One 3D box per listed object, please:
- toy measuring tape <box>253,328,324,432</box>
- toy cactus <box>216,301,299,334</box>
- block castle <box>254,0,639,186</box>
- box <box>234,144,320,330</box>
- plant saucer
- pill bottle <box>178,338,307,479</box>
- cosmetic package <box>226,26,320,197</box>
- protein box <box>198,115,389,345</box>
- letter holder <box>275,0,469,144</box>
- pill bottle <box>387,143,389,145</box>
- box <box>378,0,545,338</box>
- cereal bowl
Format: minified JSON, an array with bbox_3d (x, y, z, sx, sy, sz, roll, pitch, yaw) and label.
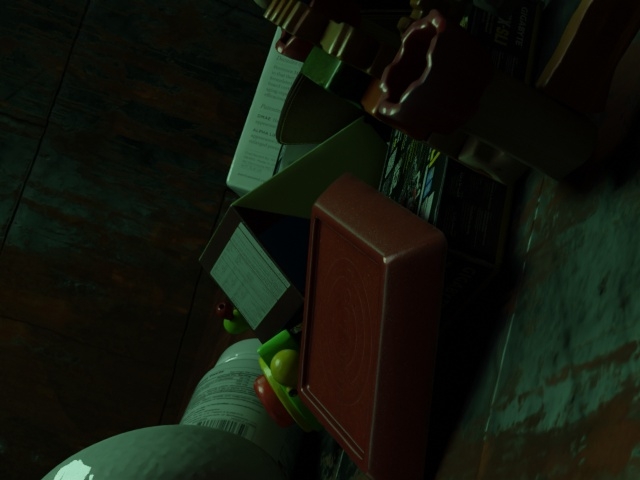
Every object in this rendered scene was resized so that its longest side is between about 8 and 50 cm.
[{"bbox_3d":[-0.008,0.176,1.770,0.330,0.121,0.121,50,-122,-78],"label":"toy measuring tape"},{"bbox_3d":[-0.029,0.078,1.906,0.219,0.112,0.180,-37,-42,-20],"label":"toy cactus"},{"bbox_3d":[0.106,-0.242,1.227,0.303,0.212,0.453,-63,19,7],"label":"block castle"},{"bbox_3d":[0.000,0.000,1.824,0.044,0.159,0.233,133,155,-65],"label":"box"},{"bbox_3d":[0.037,0.087,1.376,0.259,0.047,0.259,-142,54,-65],"label":"plant saucer"},{"bbox_3d":[-0.102,0.252,1.870,0.283,0.160,0.160,-68,2,-62],"label":"pill bottle"},{"bbox_3d":[0.016,-0.215,2.026,0.217,0.156,0.385,55,-129,-76],"label":"cosmetic package"},{"bbox_3d":[-0.008,-0.006,1.687,0.199,0.136,0.201,-35,-6,-23],"label":"protein box"},{"bbox_3d":[0.060,-0.238,1.646,0.302,0.214,0.152,125,136,-62],"label":"letter holder"},{"bbox_3d":[0.099,-0.212,1.877,0.094,0.094,0.169,160,128,-79],"label":"pill bottle"},{"bbox_3d":[0.122,-0.058,1.471,0.257,0.079,0.322,125,161,-56],"label":"box"},{"bbox_3d":[-0.177,0.377,1.642,0.339,0.339,0.141,-66,29,28],"label":"cereal bowl"}]
